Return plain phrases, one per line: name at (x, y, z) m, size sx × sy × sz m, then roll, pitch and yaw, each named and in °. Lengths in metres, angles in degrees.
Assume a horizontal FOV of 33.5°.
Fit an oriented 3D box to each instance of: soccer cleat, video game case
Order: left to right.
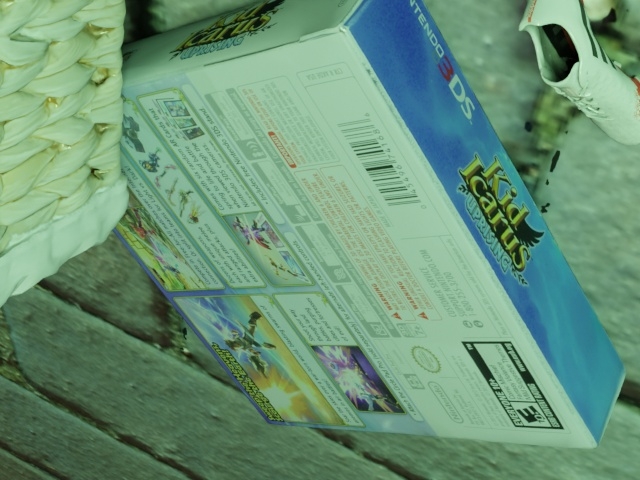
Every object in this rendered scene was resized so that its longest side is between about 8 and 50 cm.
video game case at (0.000, 0.000, 0.579) m, size 0.244 × 0.061 × 0.269 m, roll -5°, pitch 129°, yaw 42°
soccer cleat at (0.106, -0.066, 0.429) m, size 0.029 × 0.036 × 0.083 m, roll -8°, pitch 127°, yaw 46°

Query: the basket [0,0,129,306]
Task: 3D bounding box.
basket at (-0.288, -0.111, 0.415) m, size 0.331 × 0.328 × 0.266 m, roll 23°, pitch 122°, yaw 19°
